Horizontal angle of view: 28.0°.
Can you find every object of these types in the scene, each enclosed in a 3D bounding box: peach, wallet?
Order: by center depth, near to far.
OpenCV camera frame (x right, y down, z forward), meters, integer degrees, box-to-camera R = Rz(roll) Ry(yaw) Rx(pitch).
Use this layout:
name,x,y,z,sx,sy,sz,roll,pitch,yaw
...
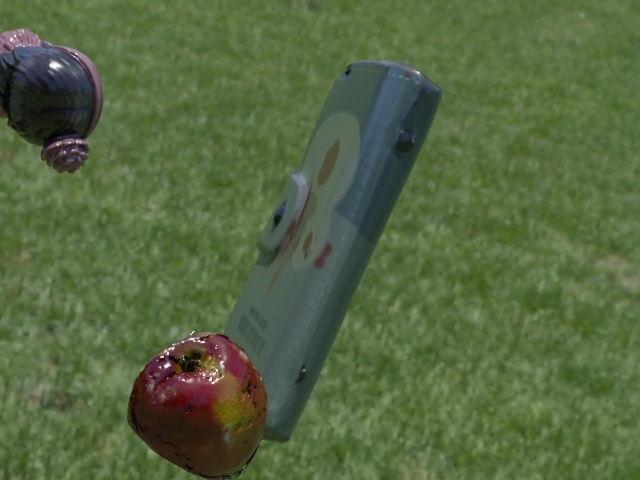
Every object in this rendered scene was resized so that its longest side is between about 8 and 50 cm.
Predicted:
name,x,y,z,sx,sy,sz,roll,pitch,yaw
peach,-0.058,0.093,0.666,0.077,0.083,0.050,-30,50,-27
wallet,0.000,0.000,1.243,0.083,0.360,0.252,23,4,-15

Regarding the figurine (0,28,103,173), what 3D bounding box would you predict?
name,x,y,z,sx,sy,sz,roll,pitch,yaw
figurine,-0.176,-0.088,0.779,0.054,0.072,0.129,6,13,-38
